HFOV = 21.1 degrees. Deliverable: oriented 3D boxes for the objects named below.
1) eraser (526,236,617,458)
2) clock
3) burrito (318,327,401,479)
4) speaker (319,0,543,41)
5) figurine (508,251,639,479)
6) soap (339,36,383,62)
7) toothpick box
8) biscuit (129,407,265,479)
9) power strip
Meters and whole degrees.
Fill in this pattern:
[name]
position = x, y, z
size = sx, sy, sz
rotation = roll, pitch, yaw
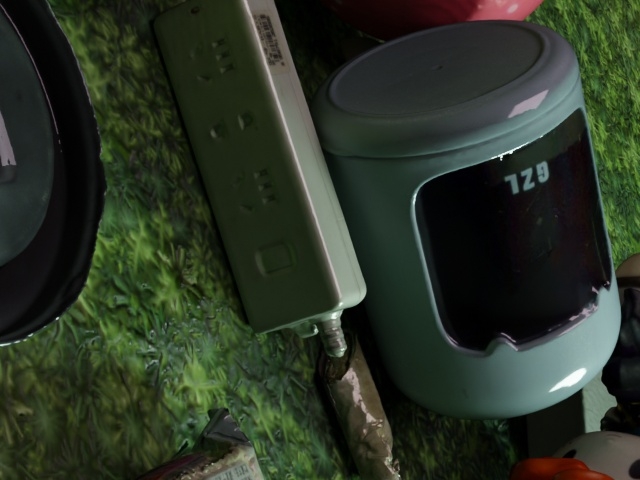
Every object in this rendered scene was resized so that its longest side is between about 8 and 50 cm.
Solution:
[eraser]
position = 0.278, 0.134, 1.902
size = 0.111, 0.077, 0.352
rotation = 35, 45, -43
[clock]
position = -0.265, -0.081, 1.104
size = 0.325, 0.067, 0.325
rotation = 36, 45, -46
[burrito]
position = 0.034, 0.149, 1.509
size = 0.055, 0.041, 0.149
rotation = 2, 67, -73
[speaker]
position = 0.102, -0.315, 1.634
size = 0.294, 0.294, 0.294
rotation = 37, 44, -46
[figurine]
position = 0.315, 0.205, 1.673
size = 0.306, 0.241, 0.411
rotation = 57, 51, -63
[soap]
position = 0.137, -0.136, 1.791
size = 0.273, 0.098, 0.217
rotation = -31, 101, -61
[toothpick box]
position = 0.137, 0.000, 1.557
size = 0.263, 0.263, 0.354
rotation = -58, 138, -55
[biscuit]
position = -0.110, 0.225, 1.179
size = 0.309, 0.079, 0.186
rotation = -19, 88, -61
[power strip]
position = -0.046, -0.060, 1.433
size = 0.058, 0.098, 0.338
rotation = -17, 88, -60
